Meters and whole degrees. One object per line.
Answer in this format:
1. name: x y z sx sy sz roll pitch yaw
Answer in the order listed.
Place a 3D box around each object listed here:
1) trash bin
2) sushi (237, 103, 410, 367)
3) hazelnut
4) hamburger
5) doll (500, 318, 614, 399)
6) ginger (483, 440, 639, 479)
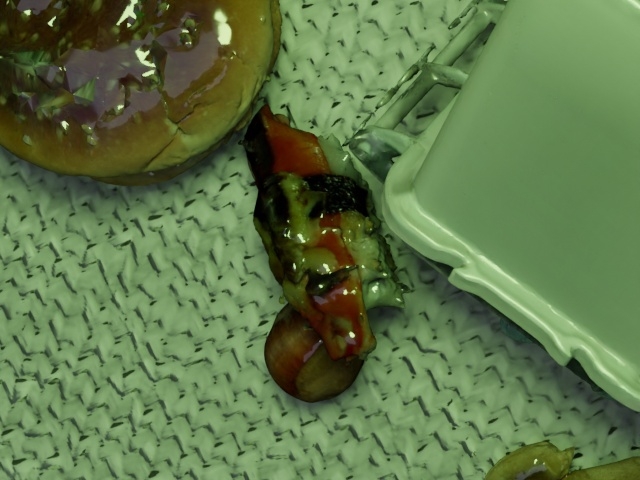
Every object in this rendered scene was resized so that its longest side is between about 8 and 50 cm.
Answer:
1. trash bin: 0.192 -0.100 0.956 0.296 0.367 0.256 39 69 12
2. sushi: 0.004 0.000 1.163 0.103 0.097 0.226 -7 53 -13
3. hazelnut: -0.004 0.081 1.207 0.086 0.086 0.086 2 97 16
4. hamburger: -0.165 -0.164 1.189 0.286 0.146 0.243 5 91 17
5. doll: 0.225 0.067 1.135 0.180 0.075 0.120 40 100 7
6. ginger: 0.208 0.218 1.172 0.214 0.059 0.133 1 89 14
